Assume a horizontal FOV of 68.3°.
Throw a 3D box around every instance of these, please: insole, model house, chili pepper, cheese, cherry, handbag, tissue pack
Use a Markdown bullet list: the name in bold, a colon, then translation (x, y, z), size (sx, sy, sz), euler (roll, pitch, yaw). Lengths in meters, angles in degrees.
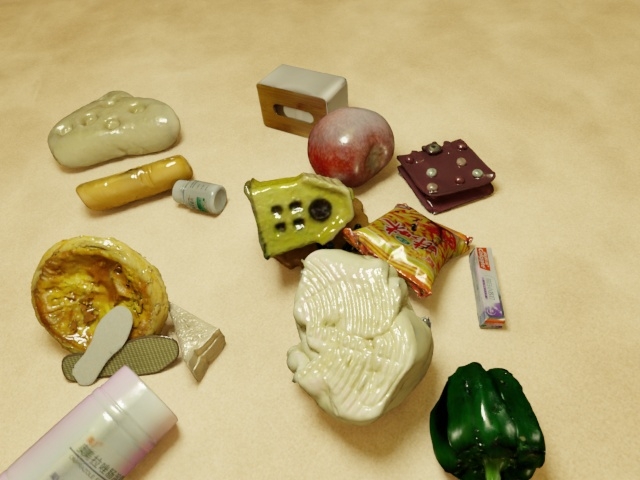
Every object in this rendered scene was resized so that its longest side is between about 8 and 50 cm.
- **insole**: translation (-0.446, 0.218, 0.969), size (0.065, 0.004, 0.197), euler (33, 97, -4)
- **model house**: translation (-0.036, -0.082, 1.050), size (0.235, 0.174, 0.193), euler (-18, 11, -1)
- **chili pepper**: translation (0.270, 0.334, 0.763), size (0.165, 0.173, 0.260), euler (13, 46, -15)
- **insole**: translation (-0.415, 0.250, 0.979), size (0.254, 0.086, 0.005), euler (-12, 8, 3)
- **cheese**: translation (-0.643, -0.326, 1.458), size (0.351, 0.129, 0.328), euler (24, 54, 27)
- **cherry**: translation (0.067, -0.261, 1.267), size (0.240, 0.206, 0.239), euler (-5, 61, 9)
- **handbag**: translation (0.332, -0.184, 1.257), size (0.203, 0.073, 0.216), euler (-16, 49, -8)
- **tissue pack**: translation (-0.051, -0.426, 1.457), size (0.246, 0.159, 0.136), euler (20, 53, 23)

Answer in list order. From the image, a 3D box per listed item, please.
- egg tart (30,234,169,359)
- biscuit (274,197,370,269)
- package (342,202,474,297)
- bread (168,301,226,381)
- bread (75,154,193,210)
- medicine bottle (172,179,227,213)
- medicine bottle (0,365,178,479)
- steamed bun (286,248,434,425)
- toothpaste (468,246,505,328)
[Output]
- **egg tart**: translation (-0.460, 0.115, 1.010), size (0.291, 0.290, 0.115), euler (-4, 14, 4)
- **biscuit**: translation (0.000, -0.001, 1.158), size (0.302, 0.043, 0.278), euler (-6, 49, 1)
- **package**: translation (0.201, 0.014, 1.056), size (0.223, 0.108, 0.288), euler (35, 41, 23)
- **bread**: translation (-0.286, 0.209, 0.990), size (0.152, 0.077, 0.105), euler (21, 54, 24)
- **bread**: translation (-0.509, -0.160, 1.314), size (0.305, 0.091, 0.142), euler (-20, 7, -9)
- **medicine bottle**: translation (-0.328, -0.121, 1.277), size (0.131, 0.080, 0.080), euler (12, 52, 17)
- **medicine bottle**: translation (-0.394, 0.360, 0.822), size (0.152, 0.152, 0.254), euler (30, 60, 28)
- **steamed bun**: translation (0.077, 0.177, 0.893), size (0.275, 0.206, 0.319), euler (-5, 70, 24)
- **toothpaste**: translation (0.361, 0.100, 1.031), size (0.047, 0.040, 0.196), euler (2, 49, 6)
